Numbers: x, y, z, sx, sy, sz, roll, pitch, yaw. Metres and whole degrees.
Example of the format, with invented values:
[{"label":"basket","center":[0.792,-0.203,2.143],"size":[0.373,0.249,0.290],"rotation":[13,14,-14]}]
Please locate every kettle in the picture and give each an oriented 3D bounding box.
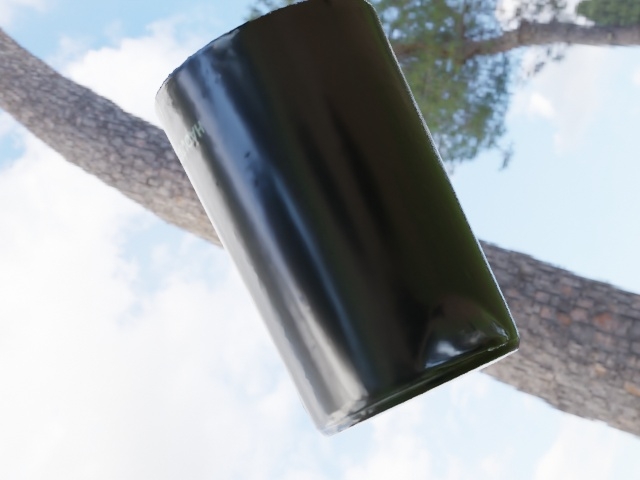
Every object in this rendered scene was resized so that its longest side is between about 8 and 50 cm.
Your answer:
[{"label":"kettle","center":[-0.006,0.000,0.796],"size":[0.203,0.262,0.308],"rotation":[-8,-110,-58]}]
